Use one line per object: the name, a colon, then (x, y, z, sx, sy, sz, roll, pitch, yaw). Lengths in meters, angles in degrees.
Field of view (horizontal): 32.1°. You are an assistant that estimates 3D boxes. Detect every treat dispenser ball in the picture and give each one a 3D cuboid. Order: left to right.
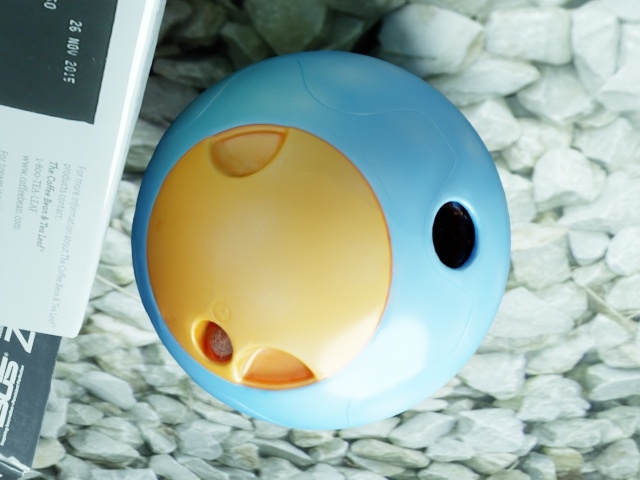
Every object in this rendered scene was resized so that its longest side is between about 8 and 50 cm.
treat dispenser ball: (0.000, 0.000, 0.854, 0.288, 0.288, 0.288, 3, 141, 3)

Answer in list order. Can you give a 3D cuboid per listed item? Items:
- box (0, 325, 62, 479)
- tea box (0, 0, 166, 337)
box: (-0.368, 0.110, 1.009, 0.395, 0.318, 0.097, -29, 129, 36)
tea box: (-0.191, -0.181, 0.630, 0.219, 0.324, 0.329, 14, 139, -11)
